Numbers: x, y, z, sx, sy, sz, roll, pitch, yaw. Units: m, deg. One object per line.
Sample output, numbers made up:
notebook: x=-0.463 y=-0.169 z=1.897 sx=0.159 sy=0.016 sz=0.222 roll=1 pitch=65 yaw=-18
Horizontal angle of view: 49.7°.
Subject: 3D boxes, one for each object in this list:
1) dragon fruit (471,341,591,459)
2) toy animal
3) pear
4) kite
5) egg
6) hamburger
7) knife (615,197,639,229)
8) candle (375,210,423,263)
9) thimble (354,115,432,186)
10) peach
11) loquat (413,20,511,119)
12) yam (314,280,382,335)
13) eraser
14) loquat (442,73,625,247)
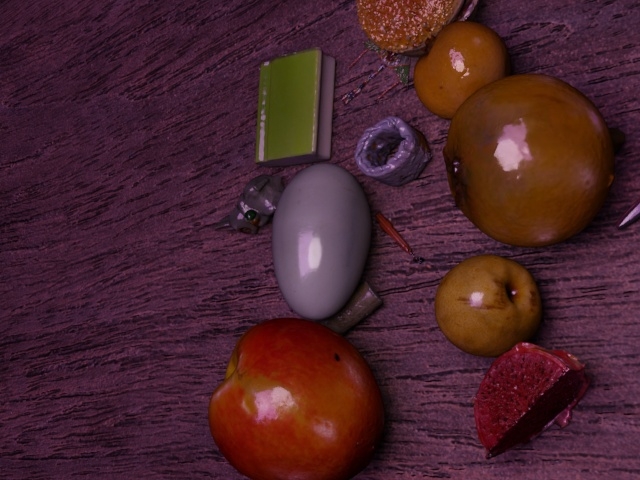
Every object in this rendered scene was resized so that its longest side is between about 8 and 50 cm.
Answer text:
dragon fruit: x=0.403 y=0.293 z=1.327 sx=0.274 sy=0.161 sz=0.126 roll=-59 pitch=39 yaw=27
toy animal: x=-0.180 y=-0.077 z=1.820 sx=0.108 sy=0.138 sz=0.236 roll=39 pitch=137 yaw=-6
pear: x=0.325 y=0.133 z=1.363 sx=0.208 sy=0.208 sz=0.209 roll=-6 pitch=79 yaw=34
kite: x=0.144 y=-0.416 z=1.692 sx=0.244 sy=0.006 sz=0.198 roll=-45 pitch=61 yaw=20
egg: x=0.000 y=0.000 z=1.577 sx=0.229 sy=0.230 sz=0.371 roll=-7 pitch=67 yaw=34
hamburger: x=0.216 y=-0.562 z=1.560 sx=0.301 sy=0.170 sz=0.302 roll=-6 pitch=78 yaw=32
knife: x=0.651 y=-0.105 z=1.282 sx=0.247 sy=0.018 sz=0.035 roll=-45 pitch=58 yaw=19
candle: x=0.180 y=-0.003 z=1.591 sx=0.167 sy=0.021 sz=0.026 roll=51 pitch=120 yaw=28
thimble: x=0.164 y=-0.199 z=1.576 sx=0.151 sy=0.117 sz=0.127 roll=-37 pitch=61 yaw=24
peach: x=-0.045 y=0.356 z=1.489 sx=0.388 sy=0.388 sz=0.389 roll=-6 pitch=79 yaw=34
loquat: x=0.299 y=-0.357 z=1.454 sx=0.208 sy=0.208 sz=0.208 roll=-6 pitch=79 yaw=34
yam: x=0.065 y=0.164 z=1.610 sx=0.179 sy=0.078 sz=0.078 roll=-41 pitch=62 yaw=22
eraser: x=-0.069 y=-0.336 z=1.778 sx=0.210 sy=0.092 sz=0.274 roll=-4 pitch=81 yaw=35
loquat: x=0.409 y=-0.153 z=1.300 sx=0.359 sy=0.328 sz=0.329 roll=-12 pitch=71 yaw=-9
